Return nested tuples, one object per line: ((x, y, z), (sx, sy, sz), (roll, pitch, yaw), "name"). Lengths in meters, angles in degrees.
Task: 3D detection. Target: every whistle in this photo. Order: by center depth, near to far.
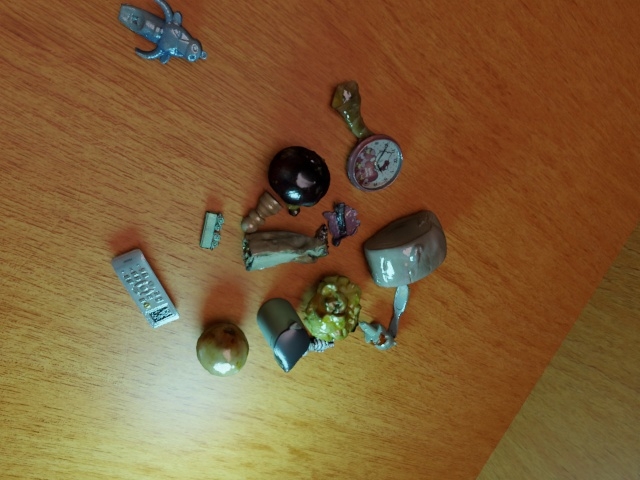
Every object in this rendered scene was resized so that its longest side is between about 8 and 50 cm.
((-0.479, -0.634, 1.237), (0.268, 0.093, 0.180), (18, 122, -25), "whistle")
((0.267, 0.444, 1.876), (0.101, 0.106, 0.253), (-36, 125, 16), "whistle")

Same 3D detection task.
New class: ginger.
((0.144, -0.483, 1.554), (0.131, 0.086, 0.294), (-52, 126, -13), "ginger")

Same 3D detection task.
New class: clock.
((0.224, -0.311, 1.635), (0.244, 0.056, 0.245), (-10, 122, -16), "clock")

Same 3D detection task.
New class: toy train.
((-0.402, -0.035, 1.489), (0.070, 0.038, 0.148), (10, 103, -22), "toy train")

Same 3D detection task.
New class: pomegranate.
((-0.378, 0.420, 1.551), (0.206, 0.207, 0.208), (-7, 109, -20), "pomegranate")

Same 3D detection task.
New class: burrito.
((-0.135, 0.031, 1.550), (0.331, 0.190, 0.135), (-4, 67, -25), "burrito")

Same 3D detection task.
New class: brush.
((0.382, 0.334, 1.923), (0.060, 0.068, 0.297), (-6, 114, -43), "brush")

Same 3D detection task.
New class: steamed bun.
((0.393, 0.048, 1.731), (0.383, 0.236, 0.247), (-26, 116, -12), "steamed bun")

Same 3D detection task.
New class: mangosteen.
((-0.088, -0.202, 1.482), (0.231, 0.232, 0.289), (4, 131, -23), "mangosteen")

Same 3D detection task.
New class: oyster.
((0.001, 0.001, 1.670), (0.085, 0.029, 0.132), (-21, 115, -15), "oyster")

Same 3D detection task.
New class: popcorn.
((0.051, 0.283, 1.684), (0.252, 0.215, 0.287), (20, 94, -49), "popcorn")

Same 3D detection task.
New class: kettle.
((-0.148, 0.381, 1.605), (0.165, 0.255, 0.241), (2, 106, -25), "kettle")

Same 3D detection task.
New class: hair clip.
((0.093, -0.084, 1.676), (0.145, 0.056, 0.187), (-24, 123, -15), "hair clip")

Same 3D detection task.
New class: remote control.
((-0.629, 0.174, 1.457), (0.109, 0.055, 0.313), (-23, 118, -8), "remote control")

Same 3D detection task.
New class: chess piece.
((-0.230, -0.097, 1.512), (0.170, 0.094, 0.094), (-45, 117, 0), "chess piece")

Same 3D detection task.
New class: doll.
((-0.039, 0.459, 1.779), (0.219, 0.067, 0.091), (-1, 111, -20), "doll")
